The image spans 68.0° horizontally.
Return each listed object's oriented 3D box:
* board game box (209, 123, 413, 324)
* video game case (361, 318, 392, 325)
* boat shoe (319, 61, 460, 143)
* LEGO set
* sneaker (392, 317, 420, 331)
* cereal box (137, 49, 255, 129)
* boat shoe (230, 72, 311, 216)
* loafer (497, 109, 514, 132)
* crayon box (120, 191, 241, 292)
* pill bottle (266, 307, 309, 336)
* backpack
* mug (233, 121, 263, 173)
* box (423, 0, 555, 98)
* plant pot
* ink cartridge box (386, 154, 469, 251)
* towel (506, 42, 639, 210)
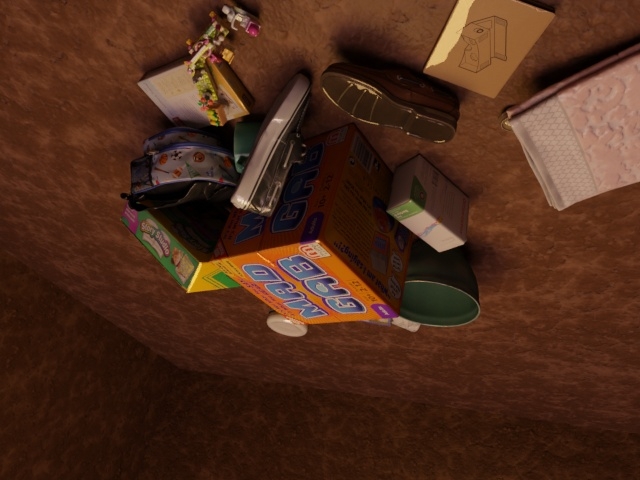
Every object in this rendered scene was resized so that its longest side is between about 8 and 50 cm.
[{"bbox_3d":[0.001,-0.019,1.273,0.357,0.355,0.356,-11,139,37],"label":"board game box"},{"bbox_3d":[0.132,0.196,1.767,0.270,0.061,0.244,7,129,18],"label":"video game case"},{"bbox_3d":[0.149,-0.306,1.007,0.308,0.104,0.111,21,157,-12],"label":"boat shoe"},{"bbox_3d":[-0.233,-0.356,1.014,0.132,0.107,0.287,15,134,-19],"label":"LEGO set"},{"bbox_3d":[0.335,0.266,1.799,0.152,0.114,0.305,16,149,-1],"label":"sneaker"},{"bbox_3d":[-0.306,-0.362,1.168,0.241,0.047,0.173,-5,142,31],"label":"cereal box"},{"bbox_3d":[-0.090,-0.213,1.101,0.119,0.334,0.121,24,-170,-19],"label":"boat shoe"},{"bbox_3d":[0.454,-0.244,1.011,0.148,0.050,0.056,10,145,6],"label":"loafer"},{"bbox_3d":[-0.347,-0.003,1.391,0.363,0.106,0.313,38,-157,30],"label":"crayon box"},{"bbox_3d":[-0.093,0.207,1.758,0.153,0.264,0.153,11,149,7],"label":"pill bottle"},{"bbox_3d":[-0.345,-0.183,1.275,0.264,0.212,0.277,-1,-179,38],"label":"backpack"},{"bbox_3d":[-0.163,-0.226,1.214,0.098,0.157,0.129,1,165,0],"label":"mug"},{"bbox_3d":[0.308,-0.375,0.901,0.165,0.021,0.201,18,149,-4],"label":"box"},{"bbox_3d":[0.353,0.119,1.485,0.294,0.196,0.293,12,148,8],"label":"plant pot"},{"bbox_3d":[0.283,-0.091,1.227,0.213,0.154,0.093,32,145,-25],"label":"ink cartridge box"},{"bbox_3d":[0.580,-0.213,0.948,0.317,0.053,0.332,-24,134,29],"label":"towel"}]
